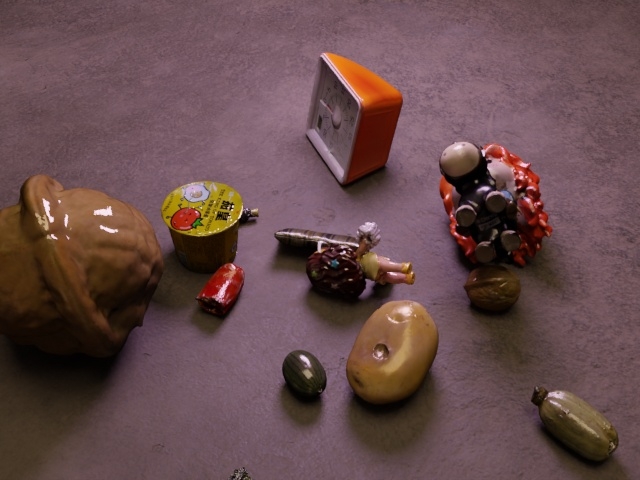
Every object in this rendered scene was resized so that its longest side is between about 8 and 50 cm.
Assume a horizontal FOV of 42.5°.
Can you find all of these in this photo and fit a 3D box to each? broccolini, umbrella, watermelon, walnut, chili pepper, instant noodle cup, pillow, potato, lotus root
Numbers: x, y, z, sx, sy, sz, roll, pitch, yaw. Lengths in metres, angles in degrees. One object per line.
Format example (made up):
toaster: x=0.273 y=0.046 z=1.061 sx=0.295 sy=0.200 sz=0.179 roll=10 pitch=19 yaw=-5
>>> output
broccolini: x=-0.065 y=0.459 z=1.430 sx=0.216 sy=0.058 sz=0.067 roll=19 pitch=43 yaw=15
umbrella: x=-0.220 y=-0.058 z=1.968 sx=0.144 sy=0.037 sz=0.040 roll=-9 pitch=67 yaw=-12
watermelon: x=-0.030 y=0.265 z=1.621 sx=0.078 sy=0.078 sz=0.110 roll=-20 pitch=50 yaw=-23
walnut: x=0.376 y=0.103 z=1.803 sx=0.124 sy=0.105 sz=0.105 roll=-2 pitch=44 yaw=1
chili pepper: x=-0.209 y=0.103 z=1.783 sx=0.070 sy=0.073 sz=0.123 roll=47 pitch=48 yaw=-17
instant noodle cup: x=-0.261 y=-0.023 z=1.854 sx=0.182 sy=0.144 sz=0.182 roll=1 pitch=44 yaw=-1
walnut: x=-0.492 y=0.059 z=1.591 sx=0.384 sy=0.383 sz=0.383 roll=2 pitch=44 yaw=-2
pillow: x=0.000 y=0.000 z=1.900 sx=0.203 sy=0.038 sz=0.113 roll=8 pitch=6 yaw=6
potato: x=0.149 y=0.225 z=1.632 sx=0.150 sy=0.146 sz=0.234 roll=-11 pitch=40 yaw=52
lotus root: x=0.480 y=0.345 z=1.571 sx=0.183 sy=0.077 sz=0.090 roll=36 pitch=45 yaw=25

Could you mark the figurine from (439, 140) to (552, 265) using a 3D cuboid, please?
figurine: x=0.371 y=-0.089 z=1.845 sx=0.306 sy=0.241 sz=0.412 roll=54 pitch=19 yaw=16

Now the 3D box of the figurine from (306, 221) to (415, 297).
figurine: x=0.086 y=0.058 z=1.790 sx=0.240 sy=0.174 sz=0.116 roll=-4 pitch=44 yaw=19

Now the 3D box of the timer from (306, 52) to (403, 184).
timer: x=0.065 y=-0.320 z=2.110 sx=0.161 sy=0.257 sz=0.250 roll=-23 pitch=52 yaw=-34
